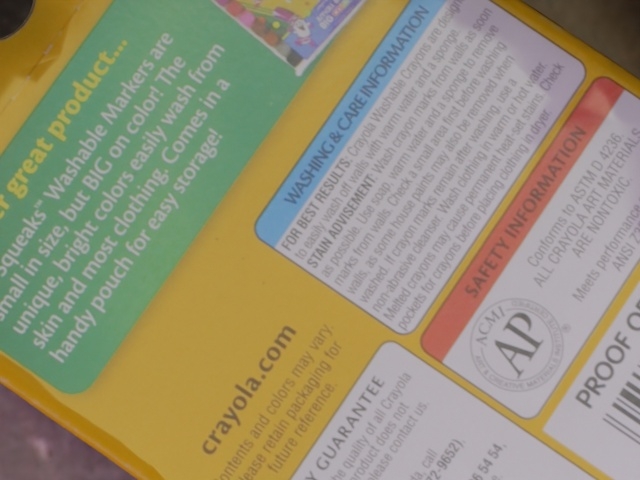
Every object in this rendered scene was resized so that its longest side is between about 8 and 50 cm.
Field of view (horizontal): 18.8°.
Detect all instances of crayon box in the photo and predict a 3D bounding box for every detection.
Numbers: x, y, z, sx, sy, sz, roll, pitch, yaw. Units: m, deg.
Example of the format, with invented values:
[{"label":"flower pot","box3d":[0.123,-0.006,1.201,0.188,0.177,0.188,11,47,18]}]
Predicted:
[{"label":"crayon box","box3d":[0.000,0.000,0.662,0.323,0.083,0.203,34,82,2]}]
